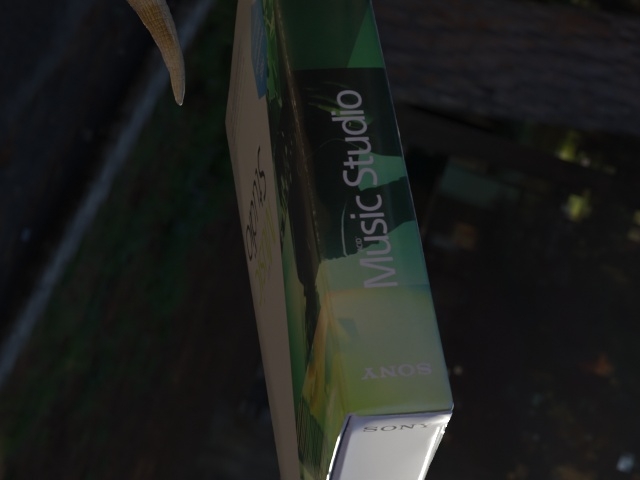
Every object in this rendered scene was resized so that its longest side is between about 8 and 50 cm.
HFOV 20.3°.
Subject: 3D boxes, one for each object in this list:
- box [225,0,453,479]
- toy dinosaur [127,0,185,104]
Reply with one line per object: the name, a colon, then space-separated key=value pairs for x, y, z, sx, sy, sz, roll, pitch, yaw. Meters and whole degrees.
box: x=0.000 y=0.000 z=0.970 sx=0.232 sy=0.058 sz=0.322 roll=101 pitch=-20 yaw=-58
toy dinosaur: x=-0.089 y=-0.139 z=0.601 sx=0.092 sy=0.183 sz=0.053 roll=-46 pitch=-158 yaw=-5
